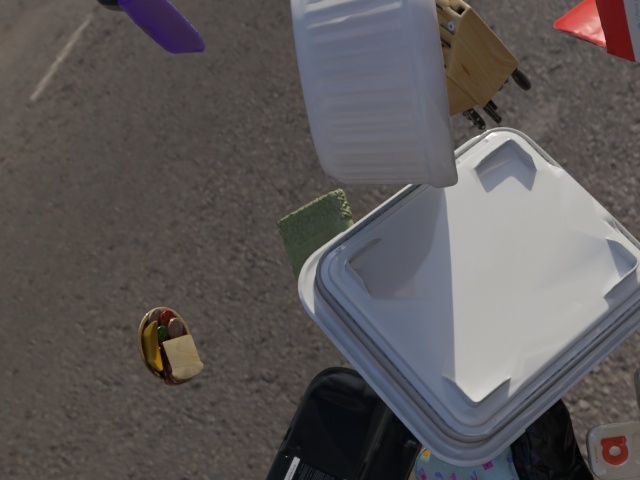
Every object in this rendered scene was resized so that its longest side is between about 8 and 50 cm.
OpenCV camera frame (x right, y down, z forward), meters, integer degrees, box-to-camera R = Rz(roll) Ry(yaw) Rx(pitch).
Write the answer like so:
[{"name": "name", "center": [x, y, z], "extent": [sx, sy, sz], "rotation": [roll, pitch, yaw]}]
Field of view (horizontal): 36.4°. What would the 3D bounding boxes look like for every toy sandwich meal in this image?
[{"name": "toy sandwich meal", "center": [-0.155, 0.109, 1.011], "extent": [0.029, 0.085, 0.085], "rotation": [-15, 47, 35]}]

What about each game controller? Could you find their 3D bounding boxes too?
[{"name": "game controller", "center": [0.011, 0.325, 1.237], "extent": [0.166, 0.067, 0.319], "rotation": [21, 79, 18]}]

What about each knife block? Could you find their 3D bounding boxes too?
[{"name": "knife block", "center": [0.256, -0.298, 1.552], "extent": [0.242, 0.276, 0.088], "rotation": [-25, 53, -28]}]

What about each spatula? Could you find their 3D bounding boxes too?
[{"name": "spatula", "center": [-0.195, -0.244, 1.034], "extent": [0.030, 0.084, 0.296], "rotation": [-48, 31, -2]}]

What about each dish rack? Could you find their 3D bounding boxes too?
[{"name": "dish rack", "center": [0.175, 0.036, 1.021], "extent": [0.333, 0.072, 0.285], "rotation": [-36, 71, -19]}]

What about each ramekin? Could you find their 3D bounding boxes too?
[{"name": "ramekin", "center": [0.052, -0.176, 0.940], "extent": [0.127, 0.273, 0.273], "rotation": [-8, 47, 7]}]

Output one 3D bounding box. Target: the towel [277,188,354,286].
[{"name": "towel", "center": [0.000, 0.000, 1.316], "extent": [0.148, 0.027, 0.110], "rotation": [-31, 76, 47]}]

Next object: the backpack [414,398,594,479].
[{"name": "backpack", "center": [0.196, 0.250, 1.074], "extent": [0.182, 0.115, 0.152], "rotation": [-28, 70, 47]}]

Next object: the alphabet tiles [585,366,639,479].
[{"name": "alphabet tiles", "center": [0.418, 0.268, 1.030], "extent": [0.021, 0.278, 0.284], "rotation": [143, 121, -75]}]

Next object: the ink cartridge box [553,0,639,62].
[{"name": "ink cartridge box", "center": [0.235, -0.145, 0.495], "extent": [0.134, 0.078, 0.231], "rotation": [-37, 38, -14]}]
